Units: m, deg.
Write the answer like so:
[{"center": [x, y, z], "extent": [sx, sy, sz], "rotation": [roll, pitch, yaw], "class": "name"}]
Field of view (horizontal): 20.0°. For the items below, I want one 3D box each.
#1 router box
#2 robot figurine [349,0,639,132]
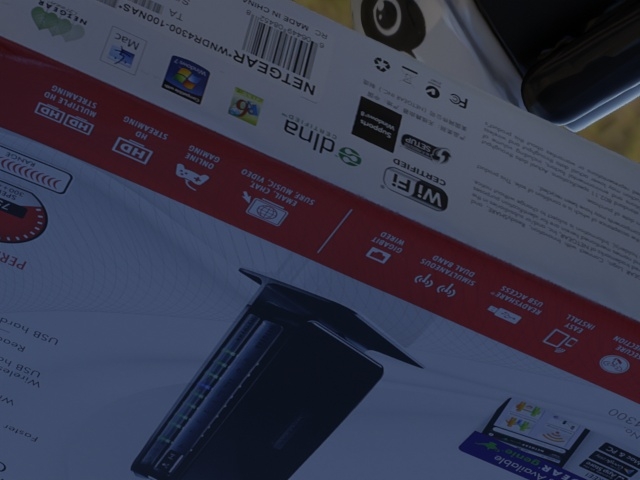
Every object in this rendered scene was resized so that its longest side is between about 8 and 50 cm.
[{"center": [-0.021, 0.043, 0.774], "extent": [0.301, 0.335, 0.082], "rotation": [126, -17, -48], "class": "router box"}, {"center": [0.149, -0.163, 1.022], "extent": [0.278, 0.173, 0.209], "rotation": [-31, 176, 14], "class": "robot figurine"}]
